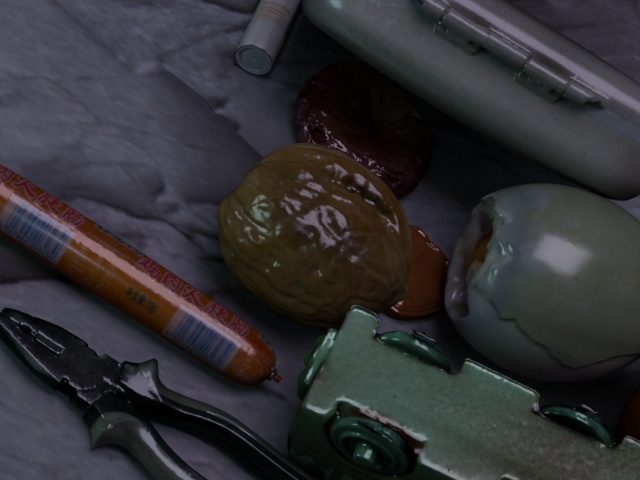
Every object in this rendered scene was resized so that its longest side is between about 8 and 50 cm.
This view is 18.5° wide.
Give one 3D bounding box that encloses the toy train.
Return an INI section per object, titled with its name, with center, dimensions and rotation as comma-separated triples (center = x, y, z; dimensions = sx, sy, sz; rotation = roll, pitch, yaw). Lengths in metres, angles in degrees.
[toy train]
center = 0.126, 0.185, 1.666
dimensions = 0.326, 0.159, 0.129
rotation = 25, 60, 3

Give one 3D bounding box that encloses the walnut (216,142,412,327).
[walnut]
center = 0.000, 0.000, 1.750
dimensions = 0.184, 0.155, 0.155
rotation = 36, 51, -5

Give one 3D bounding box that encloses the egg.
[egg]
center = 0.229, 0.044, 1.816
dimensions = 0.217, 0.183, 0.183
rotation = 19, 53, -15

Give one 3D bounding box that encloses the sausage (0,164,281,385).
[sausage]
center = -0.179, 0.026, 1.701
dimensions = 0.347, 0.053, 0.053
rotation = 33, 51, -4

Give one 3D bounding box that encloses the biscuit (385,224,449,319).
[biscuit]
center = 0.070, 0.018, 1.856
dimensions = 0.102, 0.019, 0.130
rotation = -34, 80, -37

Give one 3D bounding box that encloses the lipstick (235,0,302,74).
[lipstick]
center = -0.044, -0.224, 1.940
dimensions = 0.040, 0.040, 0.141
rotation = 29, 50, -8

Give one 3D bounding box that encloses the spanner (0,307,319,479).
[spanner]
center = -0.136, 0.154, 1.650
dimensions = 0.325, 0.040, 0.096
rotation = 34, 51, -3

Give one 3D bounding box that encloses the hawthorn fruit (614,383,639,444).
[hawthorn fruit]
center = 0.409, 0.176, 1.759
dimensions = 0.295, 0.295, 0.311
rotation = 37, 54, -1

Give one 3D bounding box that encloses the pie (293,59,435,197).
[pie]
center = 0.045, -0.111, 1.912
dimensions = 0.153, 0.038, 0.154
rotation = 13, 53, -19

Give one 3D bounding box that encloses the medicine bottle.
[medicine bottle]
center = 0.157, -0.170, 1.883
dimensions = 0.375, 0.123, 0.282
rotation = 30, 7, -3
